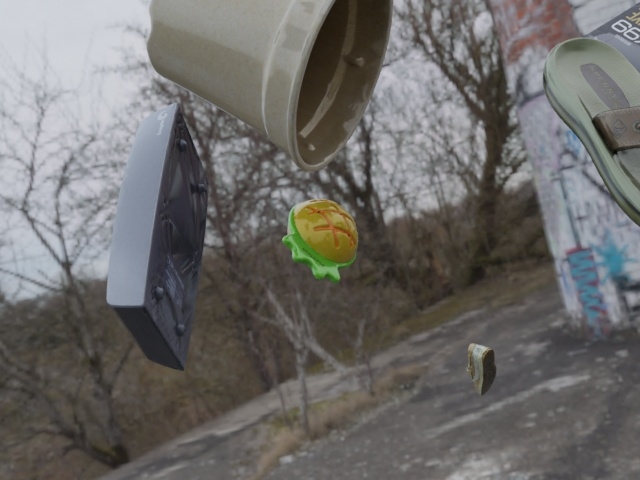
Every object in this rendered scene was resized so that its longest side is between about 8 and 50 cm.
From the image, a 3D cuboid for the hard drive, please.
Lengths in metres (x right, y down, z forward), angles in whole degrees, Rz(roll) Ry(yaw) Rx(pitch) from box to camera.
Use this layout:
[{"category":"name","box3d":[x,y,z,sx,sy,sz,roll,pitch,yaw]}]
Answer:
[{"category":"hard drive","box3d":[-0.173,-0.004,0.987,0.054,0.254,0.172,-2,-32,8]}]

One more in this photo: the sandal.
[{"category":"sandal","box3d":[0.292,-0.094,0.769,0.120,0.303,0.086,-11,-40,-24]}]

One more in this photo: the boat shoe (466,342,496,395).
[{"category":"boat shoe","box3d":[0.298,0.238,1.683,0.045,0.135,0.050,30,55,32]}]

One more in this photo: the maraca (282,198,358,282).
[{"category":"maraca","box3d":[0.000,0.000,1.392,0.099,0.127,0.185,-51,7,29]}]

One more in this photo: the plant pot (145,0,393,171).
[{"category":"plant pot","box3d":[-0.094,-0.316,1.427,0.305,0.333,0.334,23,7,17]}]

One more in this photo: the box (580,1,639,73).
[{"category":"box","box3d":[0.635,-0.309,1.559,0.242,0.307,0.076,-31,-42,-8]}]
